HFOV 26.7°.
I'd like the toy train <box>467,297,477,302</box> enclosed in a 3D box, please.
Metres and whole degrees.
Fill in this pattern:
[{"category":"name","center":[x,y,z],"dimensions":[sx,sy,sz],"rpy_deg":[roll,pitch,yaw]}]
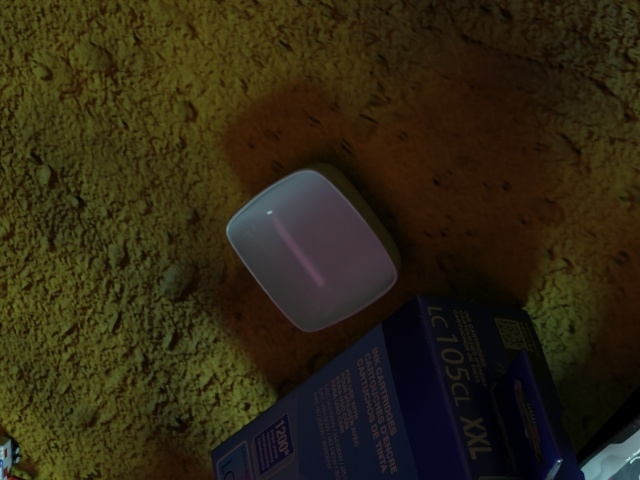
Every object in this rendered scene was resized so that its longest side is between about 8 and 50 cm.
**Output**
[{"category":"toy train","center":[0.120,0.082,1.244],"dimensions":[0.024,0.017,0.083],"rpy_deg":[51,129,6]}]

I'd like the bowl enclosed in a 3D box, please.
[{"category":"bowl","center":[0.000,0.000,1.238],"dimensions":[0.142,0.053,0.142],"rpy_deg":[-32,99,39]}]

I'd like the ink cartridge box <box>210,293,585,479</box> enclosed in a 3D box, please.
[{"category":"ink cartridge box","center":[0.085,0.229,1.182],"dimensions":[0.395,0.151,0.270],"rpy_deg":[-40,53,38]}]

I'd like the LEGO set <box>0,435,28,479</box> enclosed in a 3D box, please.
[{"category":"LEGO set","center":[-0.391,0.340,1.651],"dimensions":[0.182,0.060,0.244],"rpy_deg":[-34,98,34]}]

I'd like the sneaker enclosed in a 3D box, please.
[{"category":"sneaker","center":[0.302,0.237,1.162],"dimensions":[0.178,0.124,0.295],"rpy_deg":[38,136,10]}]
